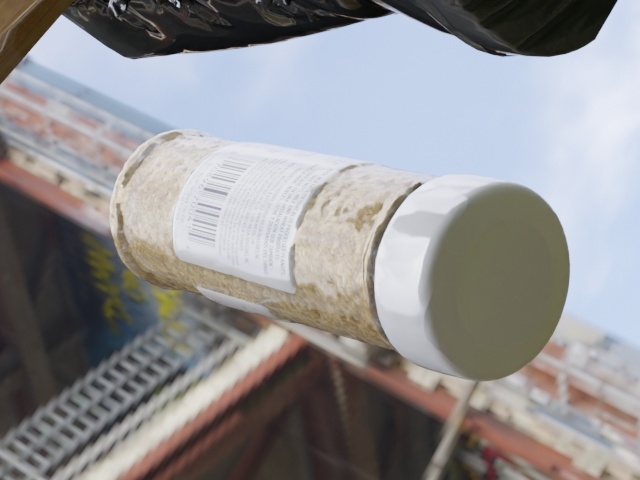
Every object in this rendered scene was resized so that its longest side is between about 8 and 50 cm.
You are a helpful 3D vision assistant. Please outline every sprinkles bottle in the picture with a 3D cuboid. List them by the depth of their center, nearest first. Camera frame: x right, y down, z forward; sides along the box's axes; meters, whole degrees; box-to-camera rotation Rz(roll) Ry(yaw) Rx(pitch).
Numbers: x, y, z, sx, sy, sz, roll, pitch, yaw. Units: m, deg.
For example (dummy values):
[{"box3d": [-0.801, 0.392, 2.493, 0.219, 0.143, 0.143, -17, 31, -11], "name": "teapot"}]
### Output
[{"box3d": [0.000, 0.000, 1.187, 0.121, 0.355, 0.121, -8, -77, -37], "name": "sprinkles bottle"}]

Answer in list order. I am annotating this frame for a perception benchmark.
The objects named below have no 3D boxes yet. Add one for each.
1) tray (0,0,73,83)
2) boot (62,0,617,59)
[{"box3d": [-0.150, -0.153, 0.573, 0.411, 0.203, 0.076, -40, -13, 38], "name": "tray"}, {"box3d": [-0.092, -0.240, 0.893, 0.146, 0.445, 0.367, -44, -63, -17], "name": "boot"}]
